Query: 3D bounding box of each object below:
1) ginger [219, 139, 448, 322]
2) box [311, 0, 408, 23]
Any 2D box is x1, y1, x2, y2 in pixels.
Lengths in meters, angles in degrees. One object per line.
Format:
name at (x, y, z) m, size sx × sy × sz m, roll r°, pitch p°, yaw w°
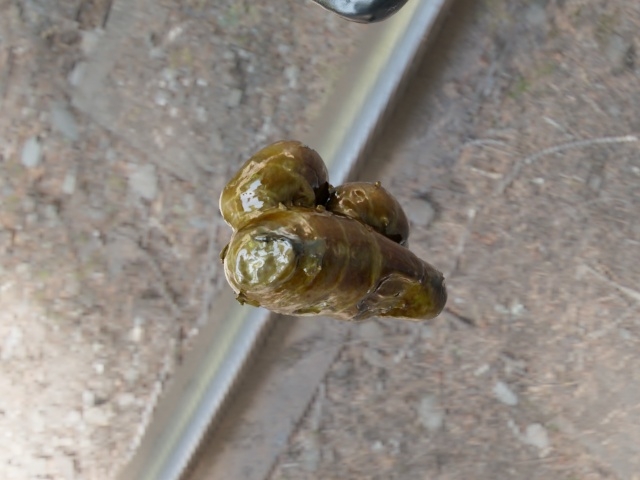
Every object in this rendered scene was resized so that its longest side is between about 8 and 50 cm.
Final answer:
ginger at (0.000, 0.000, 0.830) m, size 0.073 × 0.162 × 0.103 m, roll -37°, pitch 54°, yaw 32°
box at (0.009, -0.150, 0.512) m, size 0.126 × 0.027 × 0.125 m, roll 38°, pitch 83°, yaw 17°
